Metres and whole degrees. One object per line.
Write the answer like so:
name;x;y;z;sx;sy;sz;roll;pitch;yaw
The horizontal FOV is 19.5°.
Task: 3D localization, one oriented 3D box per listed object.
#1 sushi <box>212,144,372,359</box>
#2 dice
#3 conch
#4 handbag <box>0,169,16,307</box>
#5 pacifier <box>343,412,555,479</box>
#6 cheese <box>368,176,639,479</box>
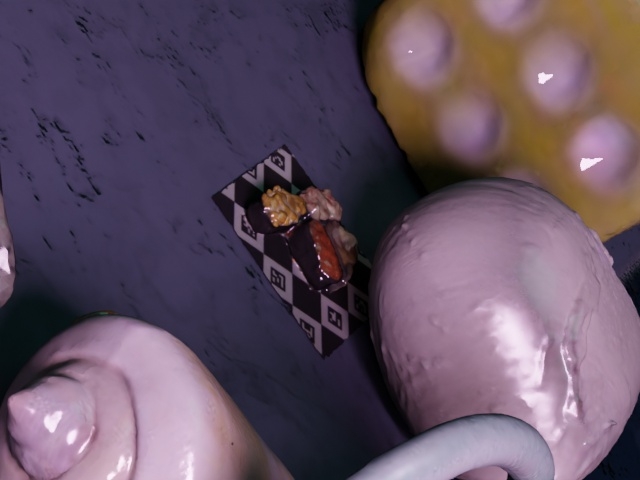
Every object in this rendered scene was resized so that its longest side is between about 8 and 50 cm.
sushi;0.000;0.000;1.186;0.126;0.026;0.120;55;29;-4
dice;0.191;-0.124;1.387;0.238;0.227;0.233;59;32;1
conch;-0.079;0.133;0.881;0.158;0.127;0.255;32;-17;46
handbag;-0.307;-0.119;0.668;0.416;0.180;0.317;8;73;-54
pacifier;0.061;0.233;0.790;0.269;0.288;0.343;29;22;28
cheese;0.112;0.053;1.170;0.189;0.154;0.198;69;23;-15
